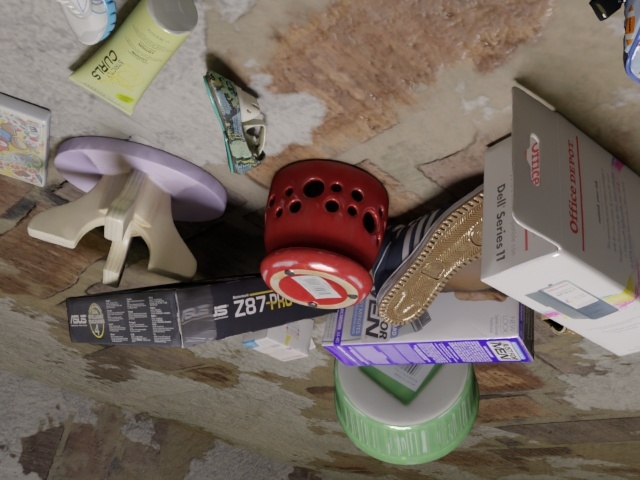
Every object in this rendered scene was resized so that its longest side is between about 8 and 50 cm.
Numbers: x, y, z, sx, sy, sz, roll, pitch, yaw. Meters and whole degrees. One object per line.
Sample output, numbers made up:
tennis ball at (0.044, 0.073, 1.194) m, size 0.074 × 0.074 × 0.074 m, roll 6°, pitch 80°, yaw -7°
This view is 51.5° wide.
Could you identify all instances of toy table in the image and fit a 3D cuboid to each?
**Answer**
toy table at (-0.299, -0.041, 1.043) m, size 0.274 × 0.161 × 0.252 m, roll 11°, pitch 151°, yaw 0°

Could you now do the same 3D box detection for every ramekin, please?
ramekin at (0.168, 0.280, 1.340) m, size 0.303 × 0.303 × 0.148 m, roll 3°, pitch 143°, yaw 13°

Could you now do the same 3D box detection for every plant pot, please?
plant pot at (0.000, 0.000, 1.009) m, size 0.191 × 0.174 × 0.191 m, roll 10°, pitch 152°, yaw 5°

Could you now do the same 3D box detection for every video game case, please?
video game case at (-0.534, -0.173, 1.018) m, size 0.227 × 0.026 × 0.206 m, roll 18°, pitch 151°, yaw -15°

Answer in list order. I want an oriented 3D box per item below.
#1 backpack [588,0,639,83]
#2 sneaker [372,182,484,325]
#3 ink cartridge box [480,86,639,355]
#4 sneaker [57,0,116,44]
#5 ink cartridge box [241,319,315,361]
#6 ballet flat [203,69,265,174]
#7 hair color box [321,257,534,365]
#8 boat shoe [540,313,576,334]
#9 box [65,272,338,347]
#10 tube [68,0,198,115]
backpack at (0.369, -0.216, 0.479) m, size 0.276 × 0.213 × 0.263 m, roll 8°, pitch 141°, yaw 10°
sneaker at (0.175, -0.012, 1.027) m, size 0.099 × 0.153 × 0.282 m, roll 30°, pitch 116°, yaw -25°
ink cartridge box at (0.317, -0.014, 0.841) m, size 0.353 × 0.207 × 0.119 m, roll 28°, pitch 146°, yaw -27°
sneaker at (-0.264, -0.269, 0.684) m, size 0.071 × 0.083 × 0.191 m, roll 32°, pitch 150°, yaw 6°
ink cartridge box at (-0.088, 0.210, 1.499) m, size 0.143 × 0.090 × 0.092 m, roll 30°, pitch 146°, yaw -34°
ballet flat at (-0.107, -0.160, 0.881) m, size 0.070 × 0.070 × 0.188 m, roll 7°, pitch 153°, yaw 7°
hair color box at (0.182, 0.108, 1.128) m, size 0.338 × 0.185 × 0.110 m, roll -7°, pitch 146°, yaw 28°
boat shoe at (0.458, 0.157, 1.272) m, size 0.135 × 0.045 × 0.050 m, roll 30°, pitch 146°, yaw -32°
box at (-0.216, 0.117, 1.169) m, size 0.318 × 0.097 × 0.395 m, roll -9°, pitch 180°, yaw -43°
tube at (-0.227, -0.220, 0.805) m, size 0.240 × 0.062 × 0.070 m, roll -20°, pitch 95°, yaw 50°
